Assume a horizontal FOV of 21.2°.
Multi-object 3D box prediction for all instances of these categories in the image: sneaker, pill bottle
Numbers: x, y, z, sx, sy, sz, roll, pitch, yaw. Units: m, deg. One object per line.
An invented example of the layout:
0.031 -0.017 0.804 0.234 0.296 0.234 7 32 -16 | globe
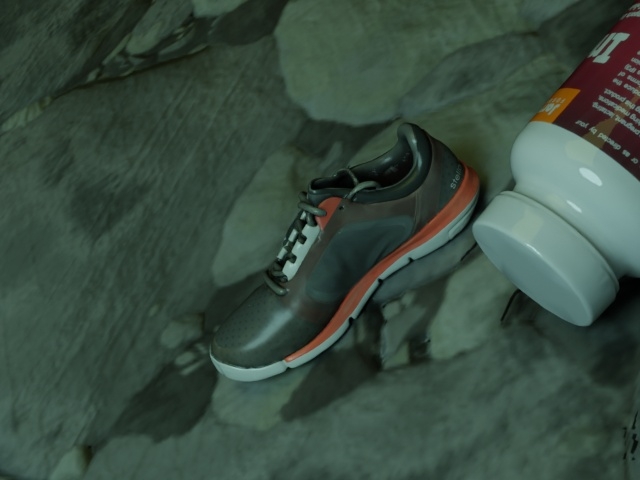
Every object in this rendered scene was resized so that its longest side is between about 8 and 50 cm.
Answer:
0.000 0.000 0.824 0.158 0.065 0.061 -41 34 0 | sneaker
0.136 -0.041 0.720 0.152 0.086 0.086 -48 35 -11 | pill bottle
